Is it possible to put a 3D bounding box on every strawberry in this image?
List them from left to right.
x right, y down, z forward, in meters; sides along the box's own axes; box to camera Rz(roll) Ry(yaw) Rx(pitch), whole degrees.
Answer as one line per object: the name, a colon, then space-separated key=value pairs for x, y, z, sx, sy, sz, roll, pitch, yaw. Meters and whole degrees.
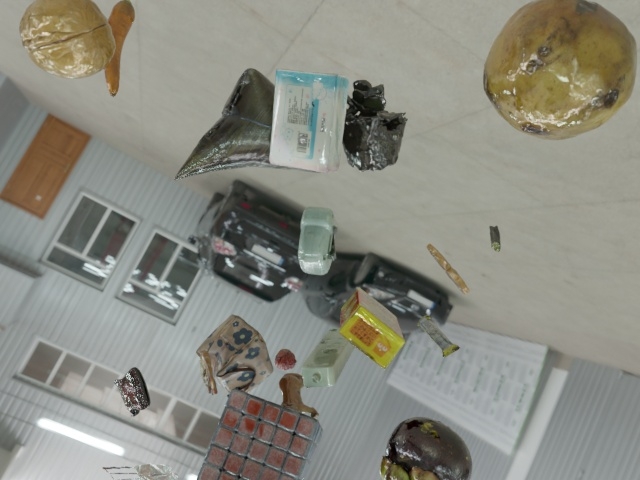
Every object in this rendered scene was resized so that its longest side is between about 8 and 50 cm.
strawberry: x=-0.132 y=0.441 z=2.067 sx=0.083 sy=0.083 sz=0.096 roll=23 pitch=-175 yaw=25

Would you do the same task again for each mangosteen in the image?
mangosteen: x=0.214 y=0.490 z=1.197 sx=0.192 sy=0.217 sz=0.192 roll=32 pitch=152 yaw=19

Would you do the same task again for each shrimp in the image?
shrimp: x=-0.225 y=0.279 z=1.130 sx=0.127 sy=0.025 sz=0.091 roll=98 pitch=154 yaw=-49

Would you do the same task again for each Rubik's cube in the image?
Rubik's cube: x=-0.142 y=0.528 z=1.404 sx=0.238 sy=0.237 sz=0.237 roll=20 pitch=162 yaw=9

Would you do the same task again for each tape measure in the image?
tape measure: x=0.000 y=-0.001 z=2.009 sx=0.125 sy=0.246 sz=0.243 roll=4 pitch=168 yaw=8

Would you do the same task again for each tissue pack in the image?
tissue pack: x=-0.032 y=-0.338 z=1.589 sx=0.201 sy=0.271 sz=0.124 roll=13 pitch=-165 yaw=24

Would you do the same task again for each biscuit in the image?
biscuit: x=-0.670 y=0.544 z=1.992 sx=0.235 sy=0.063 sz=0.151 roll=-38 pitch=74 yaw=53
biscuit: x=0.319 y=0.259 z=1.554 sx=0.026 sy=0.048 sz=0.292 roll=51 pitch=-178 yaw=-9
biscuit: x=0.386 y=0.087 z=1.682 sx=0.184 sy=0.027 sz=0.133 roll=54 pitch=-173 yaw=22

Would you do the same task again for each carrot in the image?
carrot: x=-0.534 y=-0.502 z=1.454 sx=0.066 sy=0.271 sz=0.062 roll=19 pitch=166 yaw=-37

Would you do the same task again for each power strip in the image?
power strip: x=0.030 y=0.325 z=1.579 sx=0.091 sy=0.062 sz=0.385 roll=-5 pitch=-173 yaw=14

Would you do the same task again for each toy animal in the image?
toy animal: x=-0.088 y=0.530 z=1.848 sx=0.157 sy=0.097 sz=0.312 roll=46 pitch=-163 yaw=-29

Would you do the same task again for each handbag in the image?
handbag: x=-0.287 y=0.394 z=1.867 sx=0.190 sy=0.193 sz=0.251 roll=33 pitch=151 yaw=29

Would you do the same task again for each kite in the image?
kite: x=-0.536 y=0.700 z=1.676 sx=0.229 sy=0.016 sz=0.127 roll=-2 pitch=127 yaw=9

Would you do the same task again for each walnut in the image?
walnut: x=-0.510 y=-0.410 z=1.128 sx=0.197 sy=0.165 sz=0.165 roll=11 pitch=165 yaw=30

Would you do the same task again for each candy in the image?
candy: x=0.126 y=0.213 z=1.417 sx=0.146 sy=0.088 sz=0.276 roll=38 pitch=-175 yaw=1

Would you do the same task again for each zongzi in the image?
zongzi: x=-0.187 y=-0.257 z=1.778 sx=0.403 sy=0.432 sz=0.208 roll=36 pitch=172 yaw=-6

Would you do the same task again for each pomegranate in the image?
pomegranate: x=0.459 y=-0.327 z=1.091 sx=0.281 sy=0.281 sz=0.281 roll=26 pitch=172 yaw=4

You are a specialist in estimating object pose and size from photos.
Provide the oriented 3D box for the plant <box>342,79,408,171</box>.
plant: x=0.164 y=-0.374 z=1.818 sx=0.199 sy=0.188 sz=0.276 roll=27 pitch=136 yaw=46

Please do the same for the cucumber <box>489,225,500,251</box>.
cucumber: x=0.597 y=-0.008 z=1.913 sx=0.033 sy=0.135 sz=0.034 roll=-12 pitch=117 yaw=20
